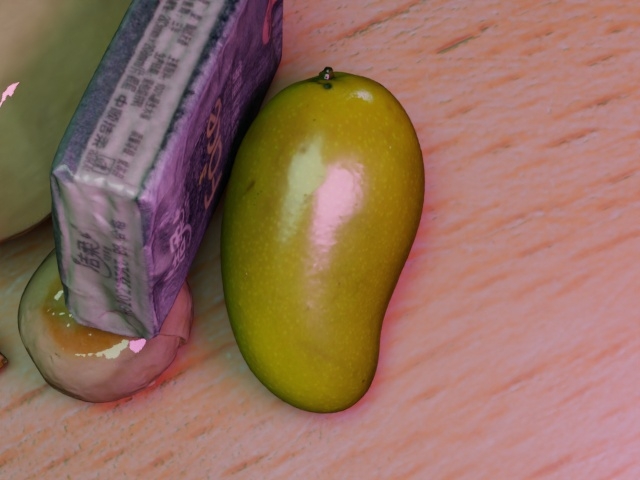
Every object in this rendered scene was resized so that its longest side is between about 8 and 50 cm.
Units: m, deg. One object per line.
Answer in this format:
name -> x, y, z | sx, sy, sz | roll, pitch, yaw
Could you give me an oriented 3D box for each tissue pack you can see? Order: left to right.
tissue pack -> -0.121, -0.105, 1.623 | 0.103, 0.228, 0.316 | 17, 60, 9

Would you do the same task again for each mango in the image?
mango -> 0.000, 0.000, 1.678 | 0.175, 0.143, 0.293 | 6, 91, -24

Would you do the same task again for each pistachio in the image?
pistachio -> -0.265, -0.134, 1.711 | 0.214, 0.193, 0.318 | 44, 84, 9

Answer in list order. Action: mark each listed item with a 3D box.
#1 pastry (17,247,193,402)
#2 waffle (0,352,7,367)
pastry -> -0.190, 0.064, 1.715 | 0.156, 0.092, 0.156 | -3, 70, 7
waffle -> -0.436, 0.077, 1.758 | 0.221, 0.055, 0.248 | -38, 77, -2
